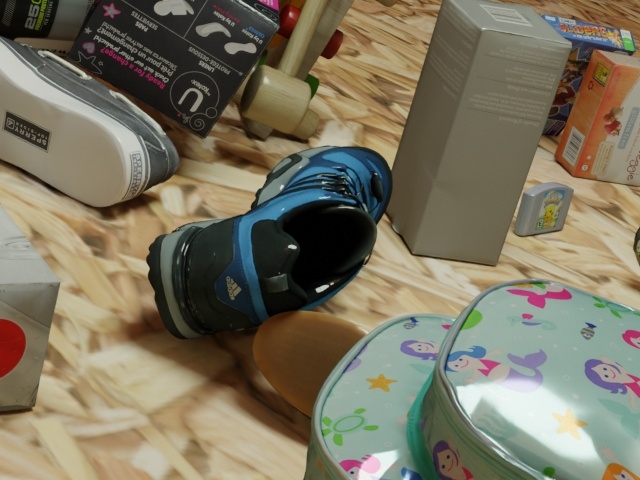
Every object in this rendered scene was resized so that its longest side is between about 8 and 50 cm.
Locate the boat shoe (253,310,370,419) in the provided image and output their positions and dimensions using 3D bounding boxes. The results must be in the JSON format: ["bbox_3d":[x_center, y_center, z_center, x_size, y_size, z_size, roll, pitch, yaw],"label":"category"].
[{"bbox_3d":[0.050,0.114,0.838,0.207,0.073,0.073,25,-14,14],"label":"boat shoe"}]

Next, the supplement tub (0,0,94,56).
[{"bbox_3d":[-0.411,-0.312,1.366,0.316,0.194,0.193,-2,28,-35],"label":"supplement tub"}]

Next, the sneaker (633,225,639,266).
[{"bbox_3d":[0.411,0.077,1.062,0.182,0.158,0.410,-11,31,-32],"label":"sneaker"}]

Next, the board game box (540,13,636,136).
[{"bbox_3d":[0.307,-0.215,1.618,0.136,0.201,0.035,7,58,-21],"label":"board game box"}]

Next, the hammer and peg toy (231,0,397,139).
[{"bbox_3d":[-0.012,-0.249,1.394,0.127,0.266,0.361,27,16,-21],"label":"hammer and peg toy"}]

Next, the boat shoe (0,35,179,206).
[{"bbox_3d":[-0.265,-0.131,1.150,0.301,0.108,0.102,28,25,21],"label":"boat shoe"}]

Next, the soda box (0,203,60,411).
[{"bbox_3d":[-0.277,0.003,0.835,0.091,0.098,0.286,-1,27,-35],"label":"soda box"}]

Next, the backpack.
[{"bbox_3d":[0.114,0.136,0.666,0.253,0.191,0.225,17,32,18],"label":"backpack"}]

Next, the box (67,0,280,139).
[{"bbox_3d":[-0.147,-0.234,1.250,0.163,0.142,0.247,30,19,-15],"label":"box"}]

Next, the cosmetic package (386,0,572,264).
[{"bbox_3d":[0.147,-0.108,1.194,0.107,0.238,0.127,6,27,-16],"label":"cosmetic package"}]

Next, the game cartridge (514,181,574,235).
[{"bbox_3d":[0.245,-0.036,1.320,0.083,0.056,0.017,-9,25,-44],"label":"game cartridge"}]

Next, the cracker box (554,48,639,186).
[{"bbox_3d":[0.441,-0.149,1.583,0.232,0.156,0.067,6,26,-20],"label":"cracker box"}]

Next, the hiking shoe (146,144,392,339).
[{"bbox_3d":[0.000,0.000,0.966,0.132,0.113,0.304,-4,20,32],"label":"hiking shoe"}]
